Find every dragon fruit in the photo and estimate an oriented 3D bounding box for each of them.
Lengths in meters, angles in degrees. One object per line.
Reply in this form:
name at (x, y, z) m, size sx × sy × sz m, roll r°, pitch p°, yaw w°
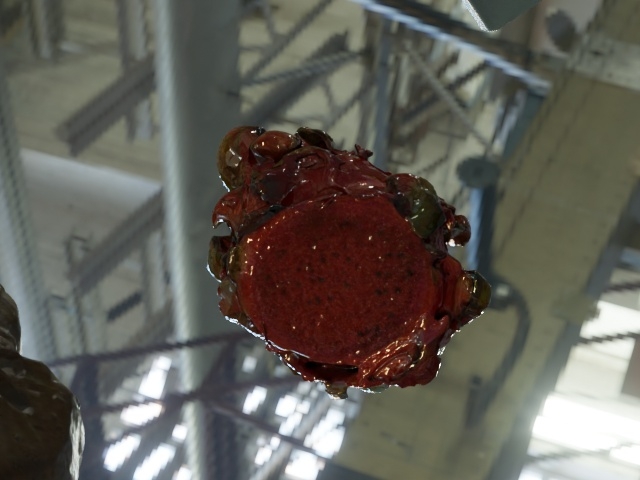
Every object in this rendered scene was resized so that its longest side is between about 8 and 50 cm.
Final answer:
dragon fruit at (0.000, 0.000, 0.831) m, size 0.133 × 0.207 × 0.150 m, roll -48°, pitch -40°, yaw 6°

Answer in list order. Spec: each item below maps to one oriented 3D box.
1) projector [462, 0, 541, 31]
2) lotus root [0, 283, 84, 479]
projector at (0.170, -0.325, 1.320) m, size 0.192 × 0.099 × 0.257 m, roll -33°, pitch -32°, yaw 11°
lotus root at (-0.312, 0.156, 1.195) m, size 0.250 × 0.316 × 0.316 m, roll -51°, pitch 3°, yaw 41°
